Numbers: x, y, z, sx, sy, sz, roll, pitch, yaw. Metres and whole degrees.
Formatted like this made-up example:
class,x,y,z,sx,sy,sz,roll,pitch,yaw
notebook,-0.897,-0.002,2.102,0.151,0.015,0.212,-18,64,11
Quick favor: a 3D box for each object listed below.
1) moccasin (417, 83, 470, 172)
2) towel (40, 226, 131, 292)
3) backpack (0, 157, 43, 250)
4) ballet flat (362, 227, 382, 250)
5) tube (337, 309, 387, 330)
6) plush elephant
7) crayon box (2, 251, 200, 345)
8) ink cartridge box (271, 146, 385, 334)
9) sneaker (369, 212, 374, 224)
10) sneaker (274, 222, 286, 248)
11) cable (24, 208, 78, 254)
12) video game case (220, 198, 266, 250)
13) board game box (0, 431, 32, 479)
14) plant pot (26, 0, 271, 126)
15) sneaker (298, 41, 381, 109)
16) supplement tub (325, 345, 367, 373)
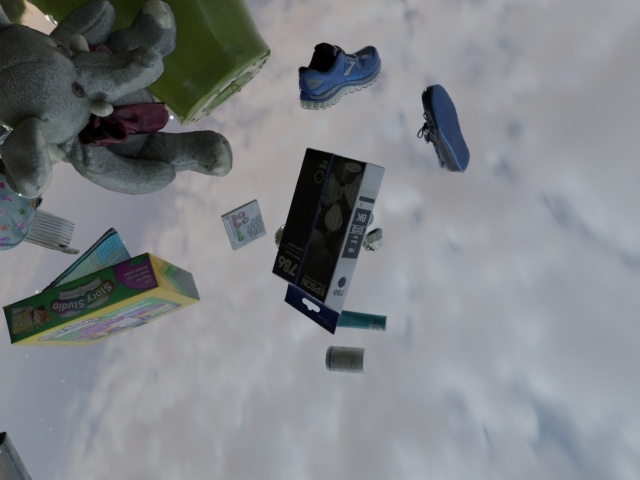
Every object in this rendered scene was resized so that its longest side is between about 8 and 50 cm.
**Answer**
class,x,y,z,sx,sy,sz,roll,pitch,yaw
moccasin,0.390,-0.351,1.406,0.117,0.342,0.138,10,-128,44
towel,-0.835,0.164,1.590,0.040,0.271,0.370,2,-143,18
backpack,-0.646,-0.071,0.846,0.115,0.152,0.182,4,-100,48
ballet flat,0.189,0.001,1.486,0.072,0.213,0.068,-29,-94,-5
tube,0.128,0.279,1.476,0.207,0.052,0.080,4,-74,15
plush elephant,-0.289,-0.182,0.523,0.255,0.330,0.272,-165,-121,-71
crayon box,-0.552,0.168,1.131,0.363,0.313,0.106,-22,-105,-3
ink cartridge box,0.000,0.000,0.814,0.165,0.065,0.333,24,-77,42
sneaker,0.126,-0.168,1.680,0.105,0.281,0.115,-31,-171,21
sneaker,-0.026,-0.054,1.097,0.085,0.086,0.237,31,-111,33
cable,-0.802,-0.050,1.127,0.257,0.257,0.089,14,-103,9
video game case,-0.273,-0.055,1.528,0.143,0.157,0.019,-30,-138,-23
board game box,-0.574,0.390,0.705,0.026,0.126,0.186,-117,-150,-48
plant pot,-0.293,-0.429,0.814,0.366,0.353,0.366,-36,-164,12
sneaker,0.061,-0.503,1.216,0.130,0.147,0.330,21,-131,37
supplement tub,0.072,0.328,1.165,0.107,0.071,0.071,-1,-109,16
